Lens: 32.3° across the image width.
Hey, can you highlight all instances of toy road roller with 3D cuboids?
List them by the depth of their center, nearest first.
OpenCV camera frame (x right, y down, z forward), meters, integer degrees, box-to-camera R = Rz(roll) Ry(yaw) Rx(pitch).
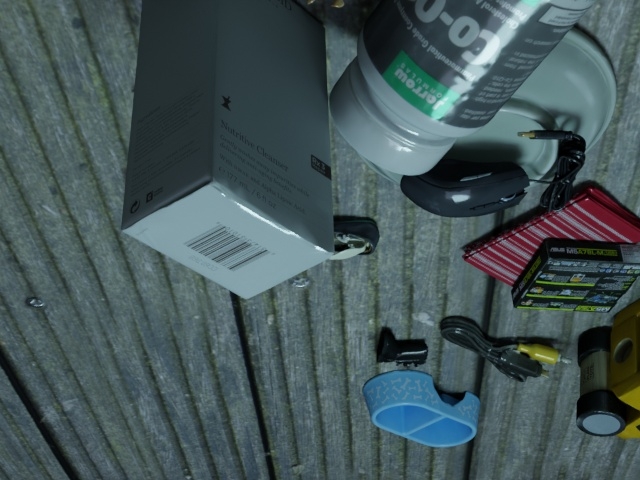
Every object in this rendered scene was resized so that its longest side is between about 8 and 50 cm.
[{"bbox_3d":[0.654,0.259,2.114,0.240,0.203,0.329,26,137,-16],"label":"toy road roller"}]

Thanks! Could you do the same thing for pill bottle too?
[{"bbox_3d":[0.172,-0.257,1.354,0.204,0.204,0.361,17,134,-25],"label":"pill bottle"}]

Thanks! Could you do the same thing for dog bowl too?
[{"bbox_3d":[0.225,0.373,2.407,0.297,0.074,0.166,26,137,-34],"label":"dog bowl"}]

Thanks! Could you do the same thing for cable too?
[{"bbox_3d":[0.355,0.213,2.225,0.287,0.072,0.139,25,155,-16],"label":"cable"}]

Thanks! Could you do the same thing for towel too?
[{"bbox_3d":[0.410,0.004,1.925,0.198,0.031,0.274,27,138,-37],"label":"towel"}]

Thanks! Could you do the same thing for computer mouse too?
[{"bbox_3d":[0.253,-0.089,1.582,0.261,0.060,0.184,3,146,-7],"label":"computer mouse"}]

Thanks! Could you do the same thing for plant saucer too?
[{"bbox_3d":[0.237,-0.161,1.621,0.400,0.101,0.400,-1,144,-1],"label":"plant saucer"}]

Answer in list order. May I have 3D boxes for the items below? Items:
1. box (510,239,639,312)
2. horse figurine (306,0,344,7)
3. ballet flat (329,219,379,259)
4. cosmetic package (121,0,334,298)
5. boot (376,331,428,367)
[{"bbox_3d":[0.458,0.066,1.961,0.190,0.045,0.184,3,151,-10],"label":"box"},{"bbox_3d":[-0.032,-0.372,1.301,0.263,0.066,0.175,10,108,-9],"label":"horse figurine"},{"bbox_3d":[0.000,0.000,1.866,0.203,0.074,0.074,1,145,-3],"label":"ballet flat"},{"bbox_3d":[-0.109,-0.150,1.373,0.156,0.385,0.217,-26,140,33],"label":"cosmetic package"},{"bbox_3d":[0.165,0.216,2.205,0.099,0.045,0.121,3,152,-2],"label":"boot"}]
